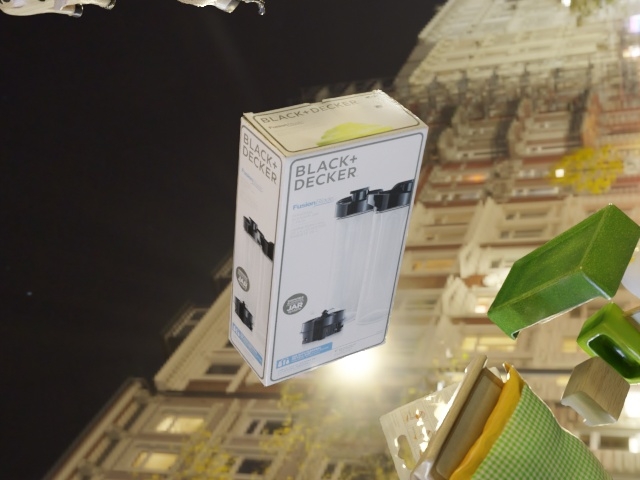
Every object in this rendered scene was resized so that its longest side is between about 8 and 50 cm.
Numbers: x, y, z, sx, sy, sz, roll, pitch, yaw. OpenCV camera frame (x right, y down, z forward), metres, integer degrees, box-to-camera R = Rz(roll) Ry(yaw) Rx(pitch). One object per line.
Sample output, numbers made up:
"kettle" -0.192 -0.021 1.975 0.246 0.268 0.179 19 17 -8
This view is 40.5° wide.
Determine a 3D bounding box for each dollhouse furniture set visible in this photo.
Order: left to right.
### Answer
"dollhouse furniture set" 0.244 0.152 0.809 0.197 0.151 0.301 41 -125 -7

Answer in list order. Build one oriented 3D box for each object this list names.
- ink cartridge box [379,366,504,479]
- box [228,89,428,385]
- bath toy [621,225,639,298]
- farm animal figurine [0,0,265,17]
"ink cartridge box" 0.184 0.267 1.168 0.045 0.179 0.145 58 -171 -42
"box" 0.000 0.000 0.912 0.169 0.087 0.290 -14 -50 -29
"bath toy" 0.525 -0.001 1.030 0.129 0.348 0.151 48 -139 -14
"farm animal figurine" -0.193 -0.330 0.856 0.330 0.327 0.172 -61 -19 20
